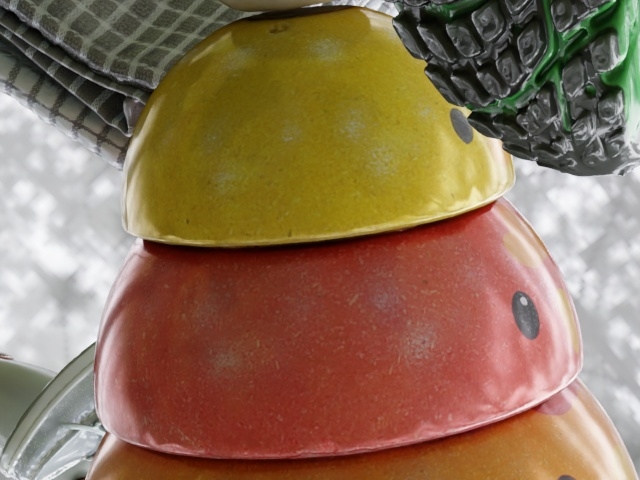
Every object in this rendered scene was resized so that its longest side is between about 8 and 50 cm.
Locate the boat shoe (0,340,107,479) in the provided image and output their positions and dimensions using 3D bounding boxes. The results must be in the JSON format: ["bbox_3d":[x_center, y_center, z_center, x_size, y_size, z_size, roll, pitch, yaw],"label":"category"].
[{"bbox_3d":[-0.149,0.134,1.702,0.320,0.103,0.118,-31,161,-36],"label":"boat shoe"}]

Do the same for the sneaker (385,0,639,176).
[{"bbox_3d":[0.097,-0.196,0.751,0.134,0.146,0.344,-10,-91,58],"label":"sneaker"}]

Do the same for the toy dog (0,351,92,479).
[{"bbox_3d":[-0.309,0.177,1.787,0.161,0.333,0.220,-91,-168,-58],"label":"toy dog"}]

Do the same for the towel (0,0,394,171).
[{"bbox_3d":[-0.085,-0.184,1.193,0.284,0.235,0.121,-50,168,-32],"label":"towel"}]

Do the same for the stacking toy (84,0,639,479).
[{"bbox_3d":[0.000,0.000,0.994,0.350,0.480,0.350,-7,-167,2],"label":"stacking toy"}]
